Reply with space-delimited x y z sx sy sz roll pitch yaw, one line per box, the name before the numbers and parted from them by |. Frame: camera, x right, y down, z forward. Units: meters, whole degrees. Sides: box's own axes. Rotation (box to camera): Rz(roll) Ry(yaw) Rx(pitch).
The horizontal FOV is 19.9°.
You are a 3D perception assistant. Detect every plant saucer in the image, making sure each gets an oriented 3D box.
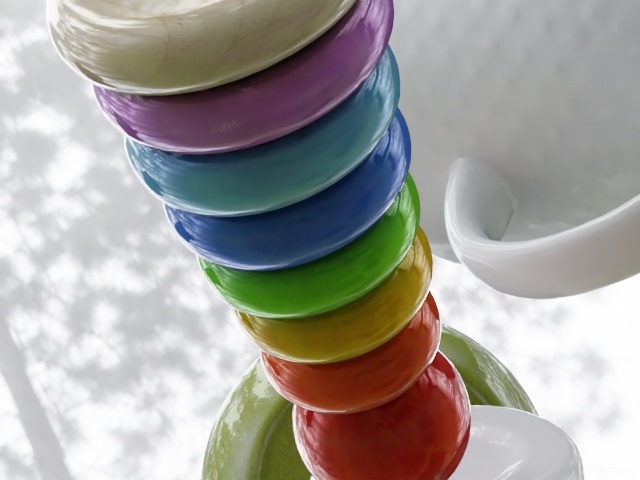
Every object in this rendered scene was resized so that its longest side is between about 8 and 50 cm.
plant saucer | 0.043 0.164 1.195 0.241 0.037 0.241 1 -99 -9

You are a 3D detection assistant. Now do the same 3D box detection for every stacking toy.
stacking toy | 0.000 0.000 0.832 0.141 0.141 0.330 -28 -53 -8

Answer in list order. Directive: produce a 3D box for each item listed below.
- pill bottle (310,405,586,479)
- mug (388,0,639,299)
pill bottle | 0.086 0.243 1.018 0.152 0.152 0.272 -16 -70 -17
mug | 0.195 -0.112 1.137 0.328 0.374 0.276 -15 -53 38
